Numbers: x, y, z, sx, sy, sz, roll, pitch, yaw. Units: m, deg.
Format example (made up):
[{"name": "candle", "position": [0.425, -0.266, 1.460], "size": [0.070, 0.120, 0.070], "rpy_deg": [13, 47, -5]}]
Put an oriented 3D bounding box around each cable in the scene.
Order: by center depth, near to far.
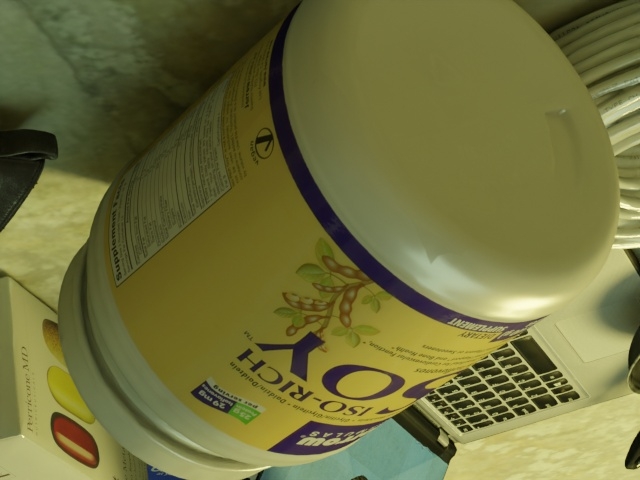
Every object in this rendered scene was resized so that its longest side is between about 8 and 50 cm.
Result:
[{"name": "cable", "position": [0.242, -0.079, 1.308], "size": [0.257, 0.089, 0.257], "rpy_deg": [8, 147, -34]}]

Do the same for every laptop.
[{"name": "laptop", "position": [0.135, 0.210, 1.671], "size": [0.408, 0.236, 0.382], "rpy_deg": [-18, 153, 14]}]

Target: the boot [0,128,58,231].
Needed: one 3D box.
[{"name": "boot", "position": [-0.324, -0.015, 1.214], "size": [0.263, 0.091, 0.229], "rpy_deg": [-33, 146, 33]}]

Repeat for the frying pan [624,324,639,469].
[{"name": "frying pan", "position": [0.360, 0.099, 1.713], "size": [0.197, 0.053, 0.326], "rpy_deg": [-25, 155, -5]}]

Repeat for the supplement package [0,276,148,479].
[{"name": "supplement package", "position": [-0.248, 0.147, 1.506], "size": [0.133, 0.139, 0.244], "rpy_deg": [-16, 154, 13]}]

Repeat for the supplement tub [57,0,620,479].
[{"name": "supplement tub", "position": [0.000, 0.000, 1.198], "size": [0.241, 0.241, 0.331], "rpy_deg": [10, 147, -36]}]

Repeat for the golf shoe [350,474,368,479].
[{"name": "golf shoe", "position": [0.032, 0.267, 1.516], "size": [0.077, 0.094, 0.198], "rpy_deg": [-28, 145, -22]}]

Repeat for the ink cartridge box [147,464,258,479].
[{"name": "ink cartridge box", "position": [-0.090, 0.214, 1.805], "size": [0.207, 0.046, 0.097], "rpy_deg": [6, 148, -29]}]
